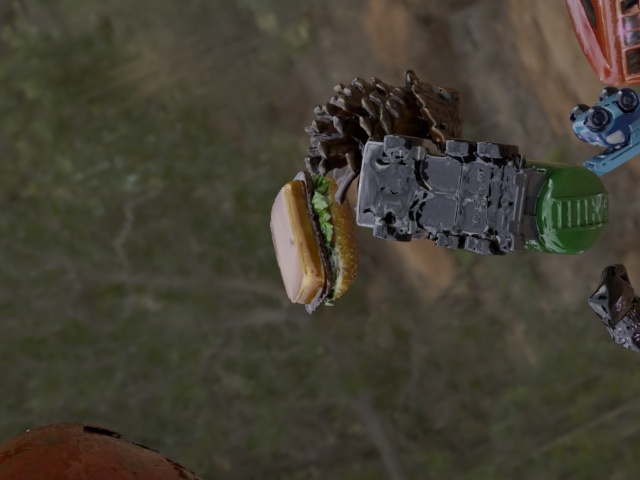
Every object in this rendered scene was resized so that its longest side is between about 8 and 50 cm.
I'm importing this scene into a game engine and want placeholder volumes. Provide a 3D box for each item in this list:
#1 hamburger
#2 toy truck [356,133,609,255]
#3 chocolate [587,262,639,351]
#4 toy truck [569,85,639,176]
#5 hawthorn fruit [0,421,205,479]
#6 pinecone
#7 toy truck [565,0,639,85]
[{"bbox_3d":[0.000,0.000,2.318,0.137,0.087,0.166,124,136,-64],"label":"hamburger"},{"bbox_3d":[0.144,-0.040,1.715,0.242,0.125,0.101,10,96,52],"label":"toy truck"},{"bbox_3d":[0.319,0.069,1.978,0.147,0.070,0.072,51,-153,-68],"label":"chocolate"},{"bbox_3d":[0.291,-0.108,2.024,0.074,0.136,0.063,62,173,-13],"label":"toy truck"},{"bbox_3d":[-0.172,0.274,1.272,0.316,0.316,0.316,59,165,25],"label":"hawthorn fruit"},{"bbox_3d":[0.079,-0.104,2.089,0.179,0.195,0.150,-114,25,-61],"label":"pinecone"},{"bbox_3d":[0.195,-0.168,1.077,0.253,0.114,0.107,65,-173,-65],"label":"toy truck"}]
